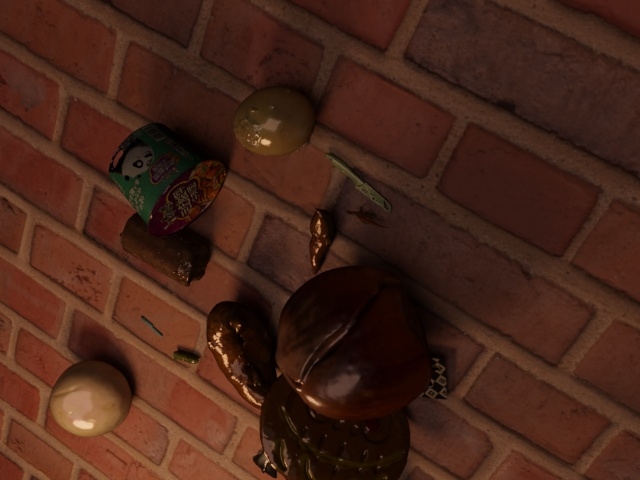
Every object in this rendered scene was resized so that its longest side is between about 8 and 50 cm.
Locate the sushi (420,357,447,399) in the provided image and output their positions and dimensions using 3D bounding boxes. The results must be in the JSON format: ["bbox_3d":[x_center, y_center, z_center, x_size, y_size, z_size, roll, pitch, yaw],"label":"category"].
[{"bbox_3d":[0.260,0.339,1.604,0.120,0.026,0.126,2,115,21],"label":"sushi"}]

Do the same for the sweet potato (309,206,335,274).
[{"bbox_3d":[0.005,-0.004,1.567,0.068,0.068,0.226,20,135,16],"label":"sweet potato"}]

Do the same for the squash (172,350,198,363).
[{"bbox_3d":[-0.401,0.351,1.902,0.083,0.027,0.027,9,113,20],"label":"squash"}]

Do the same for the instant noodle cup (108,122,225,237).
[{"bbox_3d":[-0.390,-0.161,1.584,0.190,0.251,0.251,42,121,14],"label":"instant noodle cup"}]

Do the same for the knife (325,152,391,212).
[{"bbox_3d":[0.088,-0.136,1.498,0.207,0.014,0.030,41,119,4],"label":"knife"}]

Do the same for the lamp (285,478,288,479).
[{"bbox_3d":[-0.032,0.560,1.722,0.223,0.196,0.223,40,157,22],"label":"lamp"}]

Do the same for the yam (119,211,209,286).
[{"bbox_3d":[-0.414,0.022,1.723,0.238,0.128,0.129,27,153,18],"label":"yam"}]

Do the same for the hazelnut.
[{"bbox_3d":[0.079,0.239,1.462,0.372,0.372,0.315,31,147,10],"label":"hazelnut"}]

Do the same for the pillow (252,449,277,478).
[{"bbox_3d":[-0.146,0.642,1.890,0.091,0.055,0.136,49,124,37],"label":"pillow"}]

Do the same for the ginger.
[{"bbox_3d":[-0.204,0.301,1.729,0.165,0.172,0.321,-27,107,-8],"label":"ginger"}]

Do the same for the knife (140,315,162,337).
[{"bbox_3d":[-0.512,0.261,1.930,0.091,0.005,0.014,41,122,5],"label":"knife"}]

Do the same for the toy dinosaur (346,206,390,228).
[{"bbox_3d":[0.114,-0.052,1.507,0.113,0.041,0.026,23,114,9],"label":"toy dinosaur"}]

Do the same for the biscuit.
[{"bbox_3d":[0.045,0.462,1.606,0.394,0.070,0.350,16,76,-10],"label":"biscuit"}]

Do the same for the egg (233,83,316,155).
[{"bbox_3d":[-0.105,-0.269,1.451,0.201,0.164,0.164,-6,107,26],"label":"egg"}]

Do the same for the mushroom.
[{"bbox_3d":[-0.729,0.498,2.022,0.246,0.202,0.246,-2,96,-18],"label":"mushroom"}]
